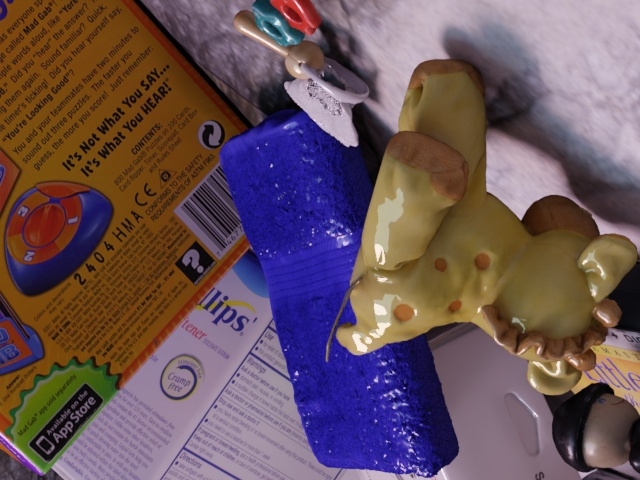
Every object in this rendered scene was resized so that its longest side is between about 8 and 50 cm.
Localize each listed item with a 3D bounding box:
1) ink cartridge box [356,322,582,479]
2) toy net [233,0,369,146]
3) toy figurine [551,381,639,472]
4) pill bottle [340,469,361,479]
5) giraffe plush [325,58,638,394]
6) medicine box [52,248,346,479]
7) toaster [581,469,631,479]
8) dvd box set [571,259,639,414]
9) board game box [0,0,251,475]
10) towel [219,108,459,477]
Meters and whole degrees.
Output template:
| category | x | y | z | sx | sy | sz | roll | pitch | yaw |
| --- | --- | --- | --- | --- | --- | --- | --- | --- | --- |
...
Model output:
| category | x | y | z | sx | sy | sz | roll | pitch | yaw |
| --- | --- | --- | --- | --- | --- | --- | --- | --- | --- |
| ink cartridge box | 0.110 | 0.176 | 1.569 | 0.198 | 0.115 | 0.273 | 65 | 164 | -2 |
| toy net | -0.013 | -0.152 | 1.200 | 0.122 | 0.045 | 0.232 | 23 | 158 | 47 |
| toy figurine | 0.212 | 0.218 | 1.096 | 0.148 | 0.209 | 0.213 | 10 | 151 | 33 |
| pill bottle | -0.103 | 0.220 | 2.143 | 0.392 | 0.224 | 0.224 | 27 | 159 | 47 |
| giraffe plush | 0.113 | 0.009 | 1.109 | 0.170 | 0.210 | 0.181 | 17 | 160 | 3 |
| medicine box | -0.091 | 0.176 | 1.759 | 0.149 | 0.289 | 0.263 | 31 | 174 | 39 |
| toaster | 0.276 | 0.319 | 1.606 | 0.227 | 0.146 | 0.129 | 47 | 164 | -22 |
| dvd box set | 0.339 | 0.177 | 1.201 | 0.420 | 0.062 | 0.307 | 48 | 164 | -23 |
| board game box | -0.314 | -0.056 | 1.617 | 0.356 | 0.356 | 0.356 | 48 | 164 | -23 |
| towel | 0.006 | 0.045 | 1.397 | 0.227 | 0.076 | 0.308 | 162 | 89 | -74 |
